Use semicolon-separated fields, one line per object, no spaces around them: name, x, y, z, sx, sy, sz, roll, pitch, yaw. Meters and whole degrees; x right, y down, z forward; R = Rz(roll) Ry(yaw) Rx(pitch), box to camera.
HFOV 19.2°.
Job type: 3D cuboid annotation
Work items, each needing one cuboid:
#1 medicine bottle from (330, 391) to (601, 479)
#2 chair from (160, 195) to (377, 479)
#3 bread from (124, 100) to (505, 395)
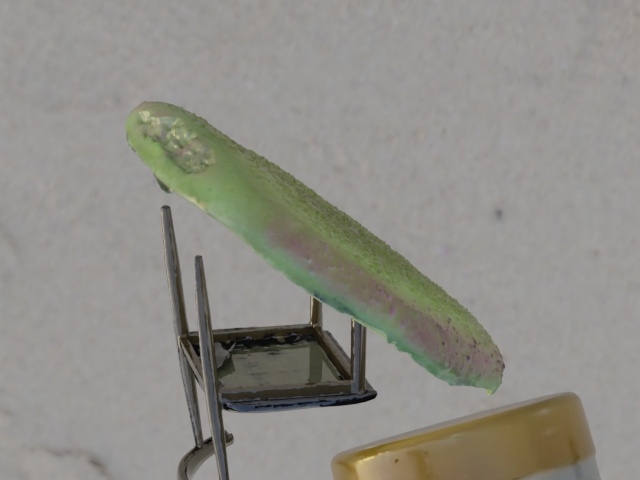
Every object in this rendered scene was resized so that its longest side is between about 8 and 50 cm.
medicine bottle;0.150;0.275;1.714;0.238;0.238;0.232;-19;83;34
chair;-0.050;0.111;1.737;0.166;0.188;0.272;-4;109;-15
bread;0.005;0.003;1.209;0.301;0.301;0.045;35;96;-16
